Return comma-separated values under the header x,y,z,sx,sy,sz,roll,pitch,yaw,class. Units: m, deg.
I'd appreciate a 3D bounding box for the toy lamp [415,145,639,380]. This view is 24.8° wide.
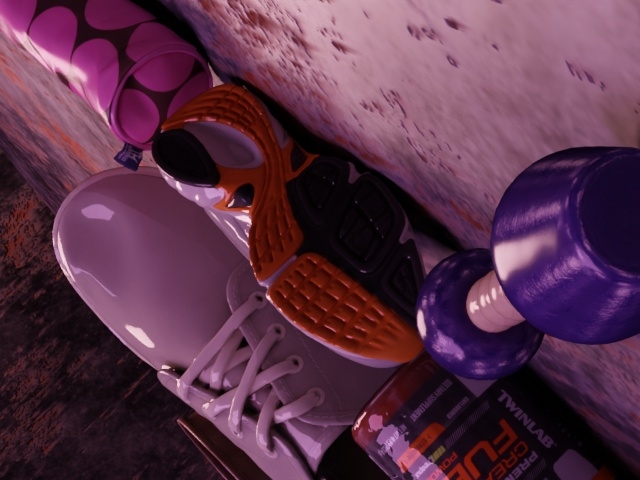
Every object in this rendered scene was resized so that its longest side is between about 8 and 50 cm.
x,y,z,sx,sy,sz,roll,pitch,yaw,class
0.096,0.017,0.630,0.080,0.080,0.274,47,169,6,toy lamp

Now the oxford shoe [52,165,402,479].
x,y,z,sx,sy,sz,roll,pitch,yaw,class
-0.031,0.098,1.100,0.449,0.169,0.130,40,-158,12,oxford shoe

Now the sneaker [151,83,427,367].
x,y,z,sx,sy,sz,roll,pitch,yaw,class
0.000,0.000,0.932,0.262,0.099,0.121,48,179,42,sneaker

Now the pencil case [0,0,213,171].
x,y,z,sx,sy,sz,roll,pitch,yaw,class
-0.167,-0.143,1.051,0.209,0.095,0.098,43,-177,35,pencil case

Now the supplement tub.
x,y,z,sx,sy,sz,roll,pitch,yaw,class
0.121,0.155,0.928,0.198,0.106,0.106,44,168,12,supplement tub

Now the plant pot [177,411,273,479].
x,y,z,sx,sy,sz,roll,pitch,yaw,class
-0.014,0.170,1.325,0.167,0.165,0.167,45,167,13,plant pot
